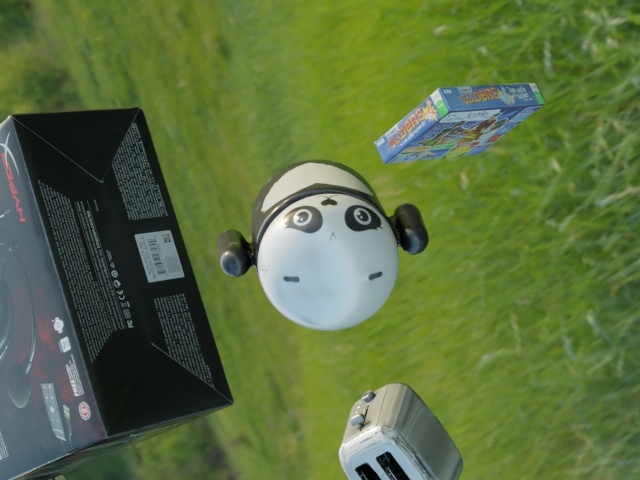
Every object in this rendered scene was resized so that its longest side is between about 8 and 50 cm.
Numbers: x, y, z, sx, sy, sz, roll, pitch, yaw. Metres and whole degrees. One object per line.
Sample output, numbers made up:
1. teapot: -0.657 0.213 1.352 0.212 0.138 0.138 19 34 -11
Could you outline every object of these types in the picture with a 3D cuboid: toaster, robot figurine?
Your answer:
1. toaster: 0.125 0.339 1.900 0.129 0.146 0.227 -31 100 26
2. robot figurine: 0.002 -0.002 1.519 0.173 0.209 0.278 42 -170 -17

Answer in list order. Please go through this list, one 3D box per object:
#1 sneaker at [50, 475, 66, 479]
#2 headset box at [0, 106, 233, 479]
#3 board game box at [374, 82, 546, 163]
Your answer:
1. sneaker: -0.350 0.285 1.417 0.153 0.094 0.235 -118 10 -54
2. headset box: -0.217 0.062 0.900 0.293 0.110 0.218 -27 77 44
3. board game box: 0.186 -0.155 1.649 0.136 0.201 0.035 -38 69 42
